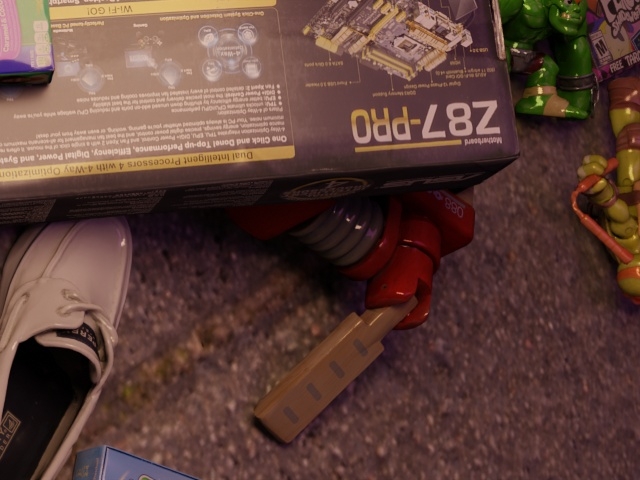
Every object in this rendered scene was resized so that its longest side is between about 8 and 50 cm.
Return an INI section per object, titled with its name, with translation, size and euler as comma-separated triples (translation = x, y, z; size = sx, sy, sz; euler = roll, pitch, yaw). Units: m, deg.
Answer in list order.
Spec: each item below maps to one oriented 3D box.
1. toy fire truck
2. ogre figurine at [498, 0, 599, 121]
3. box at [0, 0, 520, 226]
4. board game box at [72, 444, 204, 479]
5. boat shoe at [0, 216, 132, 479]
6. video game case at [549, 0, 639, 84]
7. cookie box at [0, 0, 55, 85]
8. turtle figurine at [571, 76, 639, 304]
[toy fire truck]
translation = 0.000, 0.000, 1.397
size = 0.217, 0.158, 0.246
euler = 34, 46, -33
[ogre figurine]
translation = 0.176, -0.168, 1.640
size = 0.197, 0.097, 0.118
euler = 4, 93, -28
[box]
translation = -0.081, -0.182, 1.271
size = 0.395, 0.097, 0.318
euler = -6, 79, -16
[board game box]
translation = -0.086, 0.246, 1.296
size = 0.211, 0.039, 0.160
euler = 26, 60, -37
[boat shoe]
translation = -0.169, 0.075, 1.234
size = 0.095, 0.084, 0.258
euler = 36, 56, -31
[video game case]
translation = 0.275, -0.269, 1.794
size = 0.232, 0.042, 0.210
euler = -25, 94, -45
[cookie box]
translation = -0.220, -0.140, 1.160
size = 0.107, 0.040, 0.092
euler = -5, 81, -12
[turtle figurine]
translation = 0.295, -0.024, 1.710
size = 0.269, 0.087, 0.217
euler = 36, 50, -34
